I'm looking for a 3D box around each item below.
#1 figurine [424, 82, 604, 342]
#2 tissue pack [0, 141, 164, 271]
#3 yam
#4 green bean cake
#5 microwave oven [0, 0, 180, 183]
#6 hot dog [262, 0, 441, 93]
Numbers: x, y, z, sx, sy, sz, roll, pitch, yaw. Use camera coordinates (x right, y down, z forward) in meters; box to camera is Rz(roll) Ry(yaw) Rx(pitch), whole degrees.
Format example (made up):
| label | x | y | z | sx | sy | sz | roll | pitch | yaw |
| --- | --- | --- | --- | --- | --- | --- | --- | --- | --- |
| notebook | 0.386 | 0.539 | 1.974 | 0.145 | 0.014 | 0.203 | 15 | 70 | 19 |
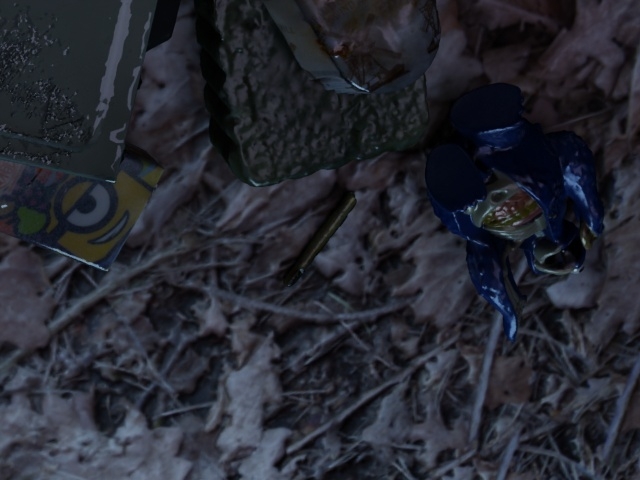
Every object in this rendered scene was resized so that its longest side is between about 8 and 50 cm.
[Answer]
| label | x | y | z | sx | sy | sz | roll | pitch | yaw |
| --- | --- | --- | --- | --- | --- | --- | --- | --- | --- |
| figurine | 0.174 | -0.039 | 1.520 | 0.164 | 0.120 | 0.262 | -43 | 138 | -12 |
| tissue pack | -0.221 | -0.049 | 1.360 | 0.148 | 0.060 | 0.109 | 23 | 103 | -30 |
| yam | 0.000 | 0.000 | 1.512 | 0.014 | 0.014 | 0.107 | 32 | 100 | -33 |
| green bean cake | -0.009 | -0.157 | 1.380 | 0.183 | 0.094 | 0.185 | -15 | 120 | -16 |
| microwave oven | -0.212 | -0.223 | 1.187 | 0.237 | 0.181 | 0.295 | 12 | 111 | -10 |
| hot dog | 0.012 | -0.230 | 1.270 | 0.144 | 0.075 | 0.268 | -31 | 119 | -9 |
